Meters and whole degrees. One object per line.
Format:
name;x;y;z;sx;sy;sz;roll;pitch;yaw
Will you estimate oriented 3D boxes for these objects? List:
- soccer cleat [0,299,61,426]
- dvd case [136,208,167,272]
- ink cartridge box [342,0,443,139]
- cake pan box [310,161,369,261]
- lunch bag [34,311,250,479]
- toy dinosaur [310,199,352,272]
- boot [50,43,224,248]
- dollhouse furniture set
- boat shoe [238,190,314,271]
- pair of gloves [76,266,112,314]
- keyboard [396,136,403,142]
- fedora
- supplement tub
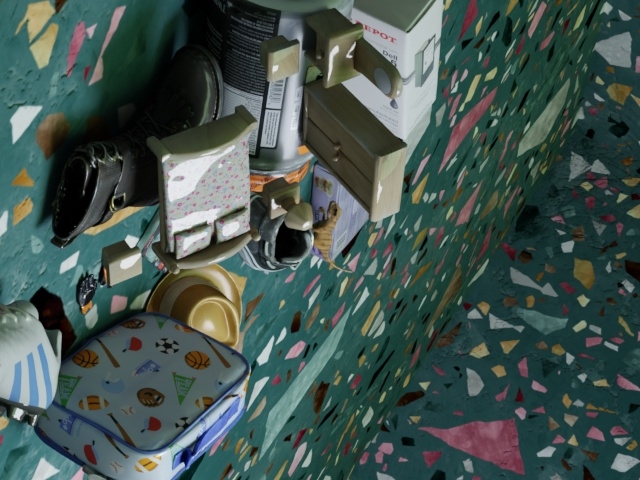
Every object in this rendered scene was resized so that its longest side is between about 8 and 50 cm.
soccer cleat;-0.401;0.125;1.486;0.331;0.116;0.143;61;43;-72
dvd case;-0.234;-0.004;1.884;0.087;0.013;0.119;-60;163;-7
ink cartridge box;0.082;-0.317;2.005;0.115;0.198;0.273;-52;159;-25
cake pan box;0.069;-0.116;2.478;0.246;0.070;0.267;-48;157;-33
lunch bag;-0.250;0.236;1.810;0.303;0.243;0.115;-40;152;-51
toy dinosaur;0.000;0.000;2.378;0.064;0.112;0.211;-54;161;-28
boot;-0.234;-0.119;1.591;0.229;0.091;0.263;-26;142;-63
dollhouse furniture set;-0.085;-0.077;1.547;0.355;0.174;0.303;-24;141;-25
boat shoe;-0.073;0.004;2.167;0.121;0.119;0.335;-62;162;-2
pair of gloves;-0.312;0.058;1.761;0.083;0.010;0.074;-46;158;-35
keyboard;0.096;-0.215;2.347;0.180;0.023;0.108;57;46;-35
fedora;-0.185;0.127;1.992;0.194;0.079;0.194;-15;115;-37
supplement tub;-0.069;-0.233;1.717;0.193;0.193;0.316;-45;156;-43
